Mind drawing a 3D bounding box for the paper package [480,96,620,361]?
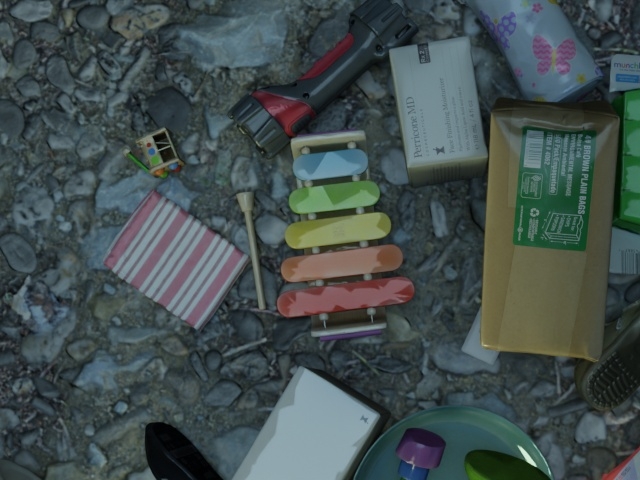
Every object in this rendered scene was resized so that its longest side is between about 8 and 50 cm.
[{"bbox_3d":[0.311,-0.027,1.736,0.168,0.309,0.324,4,100,8],"label":"paper package"}]

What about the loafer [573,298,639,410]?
[{"bbox_3d":[0.466,0.137,1.848,0.268,0.092,0.102,-36,108,-14],"label":"loafer"}]

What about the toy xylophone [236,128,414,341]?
[{"bbox_3d":[0.000,0.000,1.913,0.236,0.081,0.322,-15,82,2],"label":"toy xylophone"}]

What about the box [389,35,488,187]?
[{"bbox_3d":[0.174,-0.185,1.870,0.119,0.182,0.181,-9,83,4],"label":"box"}]

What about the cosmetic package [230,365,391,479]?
[{"bbox_3d":[-0.017,0.308,1.812,0.138,0.224,0.224,31,87,8],"label":"cosmetic package"}]

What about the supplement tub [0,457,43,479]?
[{"bbox_3d":[-0.520,0.504,1.852,0.207,0.207,0.338,42,89,9],"label":"supplement tub"}]

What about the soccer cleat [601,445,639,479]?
[{"bbox_3d":[0.432,0.404,1.826,0.116,0.108,0.318,35,89,28],"label":"soccer cleat"}]

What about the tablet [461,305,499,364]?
[{"bbox_3d":[0.253,0.140,1.913,0.054,0.006,0.083,25,86,8],"label":"tablet"}]

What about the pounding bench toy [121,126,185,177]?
[{"bbox_3d":[-0.262,-0.127,1.974,0.083,0.052,0.065,-24,82,3],"label":"pounding bench toy"}]

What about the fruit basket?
[{"bbox_3d":[0.589,-0.101,1.853,0.353,0.165,0.327,4,84,-9],"label":"fruit basket"}]

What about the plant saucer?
[{"bbox_3d":[0.190,0.397,1.839,0.318,0.044,0.317,1,86,-10],"label":"plant saucer"}]

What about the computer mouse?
[{"bbox_3d":[-0.188,0.380,1.849,0.262,0.184,0.060,43,102,9],"label":"computer mouse"}]

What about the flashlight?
[{"bbox_3d":[0.000,-0.259,1.944,0.304,0.103,0.103,-44,112,-4],"label":"flashlight"}]

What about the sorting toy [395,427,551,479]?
[{"bbox_3d":[0.269,0.380,1.764,0.366,0.127,0.126,18,103,9],"label":"sorting toy"}]

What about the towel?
[{"bbox_3d":[-0.224,0.030,1.967,0.197,0.029,0.144,35,88,6],"label":"towel"}]

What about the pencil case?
[{"bbox_3d":[0.309,-0.318,1.906,0.124,0.113,0.273,-33,81,11],"label":"pencil case"}]
